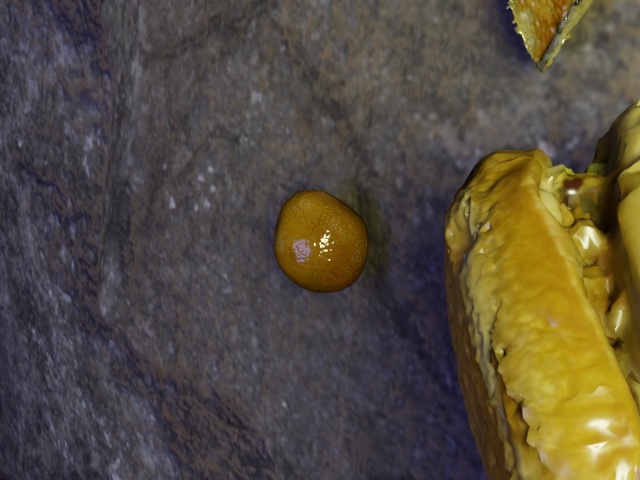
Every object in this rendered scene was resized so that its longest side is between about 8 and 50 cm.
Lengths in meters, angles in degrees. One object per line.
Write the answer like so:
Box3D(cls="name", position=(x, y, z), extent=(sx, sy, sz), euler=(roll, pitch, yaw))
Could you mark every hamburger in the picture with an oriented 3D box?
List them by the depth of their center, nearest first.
Box3D(cls="hamburger", position=(0.140, 0.103, 0.486), extent=(0.318, 0.158, 0.318), euler=(-6, -90, -81))

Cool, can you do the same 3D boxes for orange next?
Box3D(cls="orange", position=(0.000, 0.000, 0.849), extent=(0.085, 0.085, 0.085), euler=(24, 120, 53))

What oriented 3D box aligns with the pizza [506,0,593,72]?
Box3D(cls="pizza", position=(0.141, -0.183, 0.605), extent=(0.185, 0.036, 0.176), euler=(7, 107, 55))
